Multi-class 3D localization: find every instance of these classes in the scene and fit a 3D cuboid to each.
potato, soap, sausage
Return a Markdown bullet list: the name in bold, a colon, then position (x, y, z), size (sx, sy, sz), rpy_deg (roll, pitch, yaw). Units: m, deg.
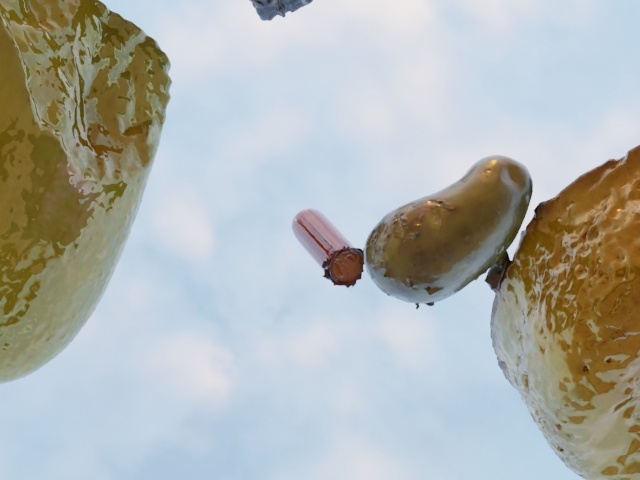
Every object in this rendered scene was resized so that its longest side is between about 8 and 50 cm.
- **potato**: position (0.096, -0.005, 0.745), size (0.138, 0.091, 0.070), rpy_deg (-33, -112, -4)
- **soap**: position (-0.305, -0.063, 1.025), size (0.115, 0.306, 0.427), rpy_deg (14, -100, 41)
- **sausage**: position (0.000, 0.000, 1.096), size (0.050, 0.048, 0.145), rpy_deg (-25, -149, -10)

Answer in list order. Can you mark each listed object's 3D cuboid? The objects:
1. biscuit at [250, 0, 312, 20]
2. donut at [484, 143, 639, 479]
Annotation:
- **biscuit**: position (-0.088, -0.432, 1.206), size (0.073, 0.107, 0.388), rpy_deg (-20, -121, 9)
- **donut**: position (0.360, 0.106, 0.945), size (0.377, 0.435, 0.163), rpy_deg (-25, -143, 14)
